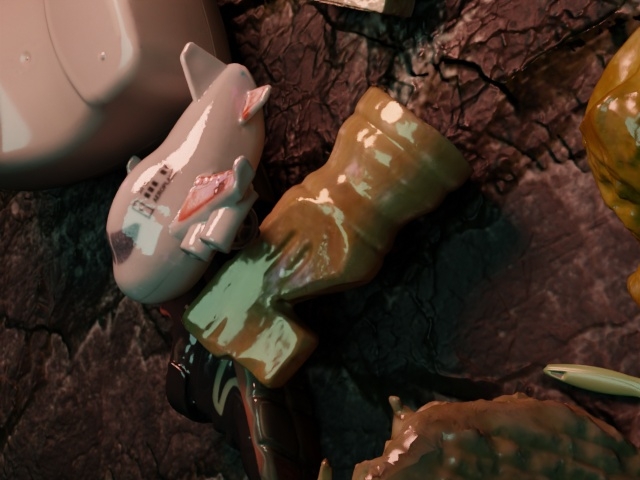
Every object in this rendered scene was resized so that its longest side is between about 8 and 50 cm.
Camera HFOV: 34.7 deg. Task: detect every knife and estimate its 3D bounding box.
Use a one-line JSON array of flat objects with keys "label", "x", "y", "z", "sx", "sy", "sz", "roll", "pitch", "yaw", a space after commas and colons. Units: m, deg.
[{"label": "knife", "x": 0.288, "y": 0.133, "z": 0.873, "sx": 0.207, "sy": 0.014, "sz": 0.030, "roll": 8, "pitch": 86, "yaw": 32}]

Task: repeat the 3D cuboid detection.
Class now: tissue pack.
[{"label": "tissue pack", "x": -0.261, "y": -0.194, "z": 1.150, "sx": 0.333, "sy": 0.236, "sz": 0.229, "roll": -22, "pitch": 80, "yaw": 28}]

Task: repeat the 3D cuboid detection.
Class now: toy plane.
[{"label": "toy plane", "x": -0.127, "y": -0.058, "z": 0.982, "sx": 0.252, "sy": 0.118, "sz": 0.252, "roll": -36, "pitch": 39, "yaw": 36}]

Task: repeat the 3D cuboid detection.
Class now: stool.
[{"label": "stool", "x": -0.102, "y": -0.063, "z": 1.103, "sx": 0.096, "sy": 0.096, "sz": 0.110, "roll": -35, "pitch": 70, "yaw": 24}]

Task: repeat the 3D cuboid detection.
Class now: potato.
[{"label": "potato", "x": 0.039, "y": -0.267, "z": 1.053, "sx": 0.122, "sy": 0.086, "sz": 0.061, "roll": 21, "pitch": 108, "yaw": 31}]

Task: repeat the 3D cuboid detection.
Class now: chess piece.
[{"label": "chess piece", "x": 0.000, "y": 0.000, "z": 0.971, "sx": 0.301, "sy": 0.137, "sz": 0.137, "roll": -47, "pitch": 61, "yaw": 3}]

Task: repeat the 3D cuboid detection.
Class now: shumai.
[{"label": "shumai", "x": 0.132, "y": 0.264, "z": 0.870, "sx": 0.262, "sy": 0.314, "sz": 0.267, "roll": 147, "pitch": 125, "yaw": -74}]

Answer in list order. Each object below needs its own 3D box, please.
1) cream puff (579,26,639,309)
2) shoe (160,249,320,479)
[{"label": "cream puff", "x": 0.321, "y": -0.012, "z": 0.726, "sx": 0.270, "sy": 0.323, "sz": 0.274, "roll": 5, "pitch": 74, "yaw": 55}, {"label": "shoe", "x": -0.095, "y": 0.153, "z": 1.052, "sx": 0.137, "sy": 0.114, "sz": 0.291, "roll": -27, "pitch": 67, "yaw": 21}]
